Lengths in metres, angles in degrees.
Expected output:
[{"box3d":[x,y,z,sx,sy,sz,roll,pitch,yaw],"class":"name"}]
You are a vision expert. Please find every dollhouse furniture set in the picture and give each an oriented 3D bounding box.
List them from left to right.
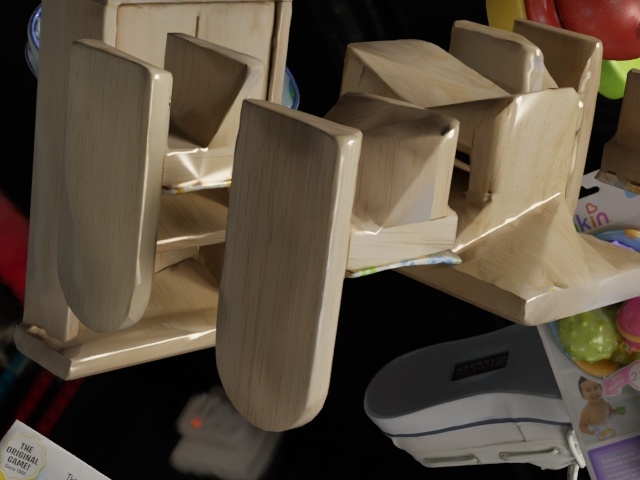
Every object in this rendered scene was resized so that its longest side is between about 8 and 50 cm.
[{"box3d":[0.000,0.000,0.871,0.394,0.362,0.257,24,-65,41],"class":"dollhouse furniture set"}]

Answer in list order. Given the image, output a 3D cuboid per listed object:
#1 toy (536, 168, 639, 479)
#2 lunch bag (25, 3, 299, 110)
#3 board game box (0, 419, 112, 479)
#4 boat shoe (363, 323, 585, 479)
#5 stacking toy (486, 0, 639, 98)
[{"box3d":[0.220,0.068,1.046,0.137,0.056,0.237,-21,-91,24],"class":"toy"},{"box3d":[-0.144,-0.144,1.284,0.219,0.176,0.090,49,-19,3],"class":"lunch bag"},{"box3d":[-0.097,0.159,0.617,0.154,0.103,0.026,28,-18,20],"class":"board game box"},{"box3d":[0.227,0.174,1.444,0.367,0.136,0.156,-17,-55,35],"class":"boat shoe"},{"box3d":[0.252,-0.273,1.273,0.130,0.309,0.279,-16,-14,34],"class":"stacking toy"}]
